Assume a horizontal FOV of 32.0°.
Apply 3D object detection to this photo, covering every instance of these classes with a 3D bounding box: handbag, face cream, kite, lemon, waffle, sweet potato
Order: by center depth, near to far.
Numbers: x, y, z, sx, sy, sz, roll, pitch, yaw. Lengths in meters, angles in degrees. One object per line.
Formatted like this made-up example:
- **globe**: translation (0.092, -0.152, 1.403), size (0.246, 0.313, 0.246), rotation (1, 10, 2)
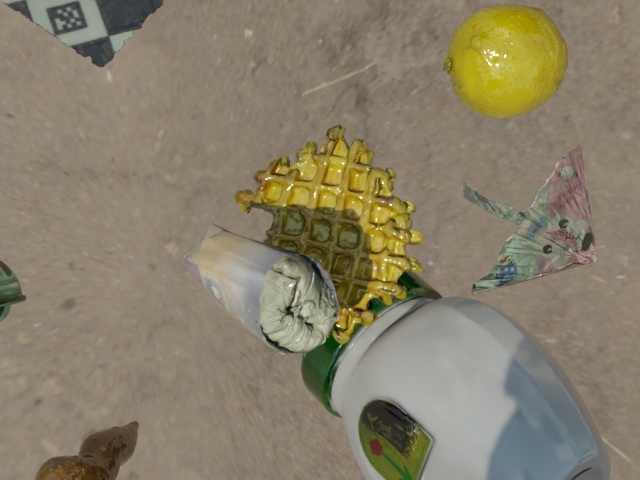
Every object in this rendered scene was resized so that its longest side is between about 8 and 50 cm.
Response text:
- **kite**: translation (0.155, -0.015, 0.840), size (0.011, 0.157, 0.139), rotation (36, 88, -40)
- **handbag**: translation (-0.058, 0.053, 1.141), size (0.095, 0.173, 0.117), rotation (-53, 126, -14)
- **sweet potato**: translation (-0.248, 0.247, 1.225), size (0.051, 0.218, 0.065), rotation (-33, 87, 21)
- **waffle**: translation (0.000, 0.000, 1.283), size (0.229, 0.051, 0.231), rotation (-35, 74, 6)
- **face cream**: translation (0.162, 0.215, 1.342), size (0.219, 0.357, 0.312), rotation (-15, 133, -35)
- **lemon**: translation (0.286, -0.273, 1.695), size (0.206, 0.173, 0.173), rotation (-10, 90, -36)

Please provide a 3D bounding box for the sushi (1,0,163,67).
- **sushi**: translation (-0.187, -0.255, 0.856), size (0.231, 0.047, 0.219), rotation (34, 68, 8)

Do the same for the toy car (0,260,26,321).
- **toy car**: translation (-0.474, 0.052, 1.208), size (0.306, 0.136, 0.125), rotation (-11, 90, 15)
